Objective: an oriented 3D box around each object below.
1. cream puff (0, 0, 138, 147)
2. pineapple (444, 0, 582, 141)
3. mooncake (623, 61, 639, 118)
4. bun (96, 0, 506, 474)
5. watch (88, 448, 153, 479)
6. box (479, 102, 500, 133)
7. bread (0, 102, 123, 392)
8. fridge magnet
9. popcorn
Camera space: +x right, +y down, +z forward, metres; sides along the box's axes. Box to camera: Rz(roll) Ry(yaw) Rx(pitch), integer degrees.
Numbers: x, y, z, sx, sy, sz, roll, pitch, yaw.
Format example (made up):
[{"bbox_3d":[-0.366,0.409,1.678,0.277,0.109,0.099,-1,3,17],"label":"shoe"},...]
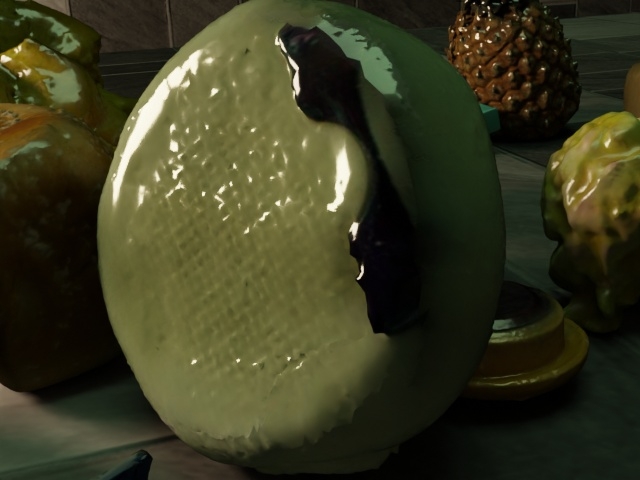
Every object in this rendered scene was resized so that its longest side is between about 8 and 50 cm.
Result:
[{"bbox_3d":[-0.410,-0.180,1.087,0.378,0.276,0.378,1,20,0],"label":"cream puff"},{"bbox_3d":[0.279,-0.328,1.315,0.201,0.362,0.202,-14,30,9],"label":"pineapple"},{"bbox_3d":[0.494,-0.089,0.856,0.378,0.201,0.378,-3,15,1],"label":"mooncake"},{"bbox_3d":[0.000,0.000,0.565,0.293,0.293,0.187,14,4,38],"label":"bun"},{"bbox_3d":[-0.150,0.188,0.319,0.274,0.068,0.276,-14,21,-27],"label":"watch"},{"bbox_3d":[0.144,-0.180,1.321,0.162,0.042,0.229,-22,25,-16],"label":"box"},{"bbox_3d":[-0.234,-0.012,0.705,0.176,0.196,0.246,-21,26,-33],"label":"bread"},{"bbox_3d":[0.121,0.070,0.626,0.143,0.063,0.143,-5,19,2],"label":"fridge magnet"},{"bbox_3d":[0.269,-0.016,0.709,0.185,0.188,0.167,-16,-13,-14],"label":"popcorn"}]
